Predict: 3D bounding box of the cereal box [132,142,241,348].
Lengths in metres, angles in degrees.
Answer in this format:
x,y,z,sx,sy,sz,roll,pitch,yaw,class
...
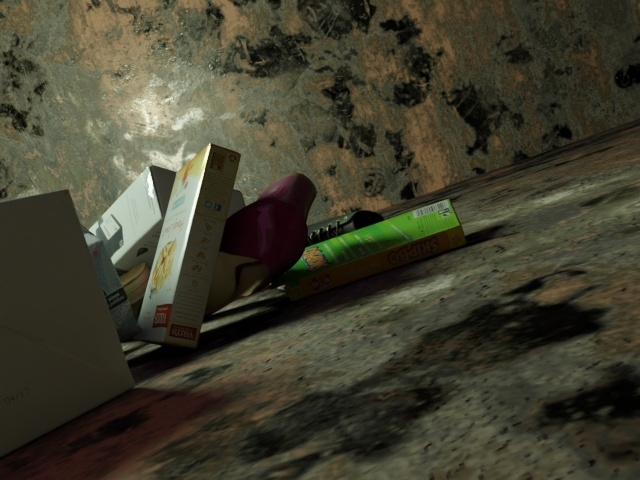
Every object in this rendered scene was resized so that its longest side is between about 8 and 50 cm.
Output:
x,y,z,sx,sy,sz,roll,pitch,yaw,class
-0.171,0.014,0.808,0.047,0.240,0.173,18,-15,-24,cereal box

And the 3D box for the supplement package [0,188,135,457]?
x,y,z,sx,sy,sz,roll,pitch,yaw,class
-0.332,0.088,0.545,0.145,0.204,0.262,-14,6,37,supplement package

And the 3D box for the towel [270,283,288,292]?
x,y,z,sx,sy,sz,roll,pitch,yaw,class
0.021,0.039,1.005,0.197,0.029,0.144,-22,3,-12,towel

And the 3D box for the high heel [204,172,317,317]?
x,y,z,sx,sy,sz,roll,pitch,yaw,class
-0.156,0.055,0.887,0.377,0.127,0.181,-43,15,36,high heel

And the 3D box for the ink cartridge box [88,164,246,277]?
x,y,z,sx,sy,sz,roll,pitch,yaw,class
-0.319,0.011,1.279,0.307,0.129,0.223,-38,-32,31,ink cartridge box

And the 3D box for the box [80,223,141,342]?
x,y,z,sx,sy,sz,roll,pitch,yaw,class
-0.372,0.088,0.762,0.247,0.142,0.163,-30,30,-27,box

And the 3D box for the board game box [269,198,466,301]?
x,y,z,sx,sy,sz,roll,pitch,yaw,class
0.060,0.014,0.867,0.259,0.039,0.124,-16,17,10,board game box

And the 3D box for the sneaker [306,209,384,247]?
x,y,z,sx,sy,sz,roll,pitch,yaw,class
0.000,0.000,1.118,0.222,0.083,0.118,-27,2,-25,sneaker

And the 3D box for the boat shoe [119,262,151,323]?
x,y,z,sx,sy,sz,roll,pitch,yaw,class
-0.334,0.114,1.100,0.109,0.098,0.302,-34,4,-29,boat shoe
